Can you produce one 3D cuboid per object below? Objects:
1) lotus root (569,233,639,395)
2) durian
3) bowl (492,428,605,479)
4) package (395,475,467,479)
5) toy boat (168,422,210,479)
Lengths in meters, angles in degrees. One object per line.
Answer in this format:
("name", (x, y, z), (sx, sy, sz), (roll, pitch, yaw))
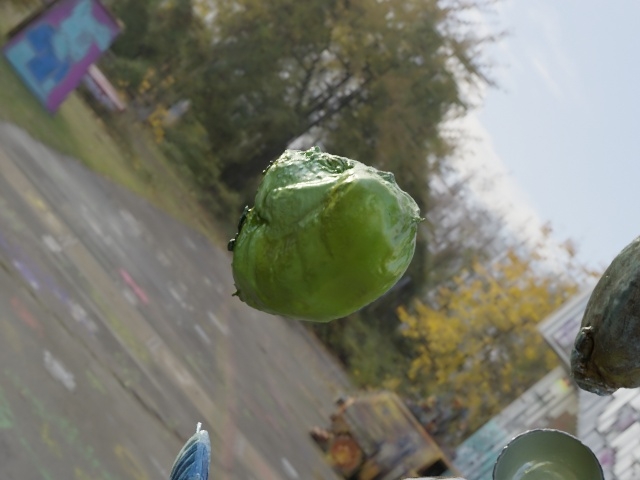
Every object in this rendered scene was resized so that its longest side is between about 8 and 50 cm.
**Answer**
("lotus root", (0.531, 0.096, 1.912), (0.175, 0.349, 0.175), (26, 19, -10))
("durian", (0.000, 0.000, 1.765), (0.340, 0.204, 0.255), (14, -64, 41))
("bowl", (0.430, 0.474, 2.260), (0.211, 0.211, 0.112), (51, -13, 29))
("package", (0.111, 0.344, 1.416), (0.223, 0.288, 0.108), (-156, -127, -71))
("toy boat", (-0.124, 0.214, 1.060), (0.034, 0.105, 0.149), (19, -9, -11))
